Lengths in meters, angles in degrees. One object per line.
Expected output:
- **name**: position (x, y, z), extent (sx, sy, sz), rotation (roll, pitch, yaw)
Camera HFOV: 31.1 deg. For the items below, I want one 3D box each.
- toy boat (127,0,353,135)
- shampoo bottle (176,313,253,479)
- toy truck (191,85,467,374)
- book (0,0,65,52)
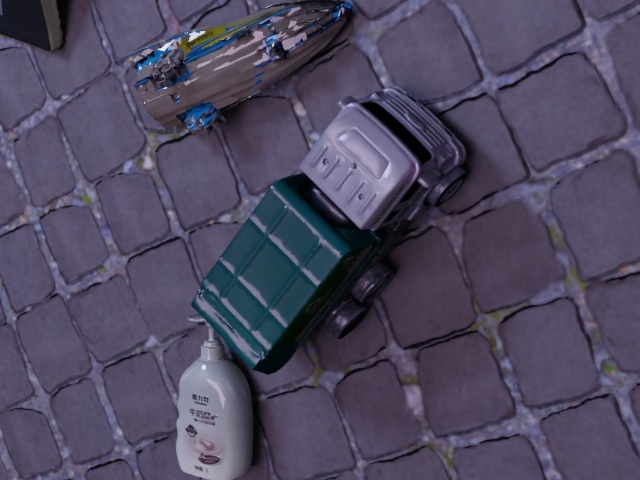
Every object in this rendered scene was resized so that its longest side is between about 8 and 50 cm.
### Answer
- **toy boat**: position (-0.064, -0.151, 0.954), extent (0.210, 0.066, 0.084), rotation (-20, 122, 24)
- **shampoo bottle**: position (-0.095, 0.138, 1.037), extent (0.077, 0.045, 0.151), rotation (10, 104, 30)
- **toy truck**: position (0.000, 0.000, 0.910), extent (0.114, 0.124, 0.253), rotation (45, 121, 14)
- **book**: position (-0.406, -0.338, 1.077), extent (0.374, 0.028, 0.262), rotation (21, 138, 26)
